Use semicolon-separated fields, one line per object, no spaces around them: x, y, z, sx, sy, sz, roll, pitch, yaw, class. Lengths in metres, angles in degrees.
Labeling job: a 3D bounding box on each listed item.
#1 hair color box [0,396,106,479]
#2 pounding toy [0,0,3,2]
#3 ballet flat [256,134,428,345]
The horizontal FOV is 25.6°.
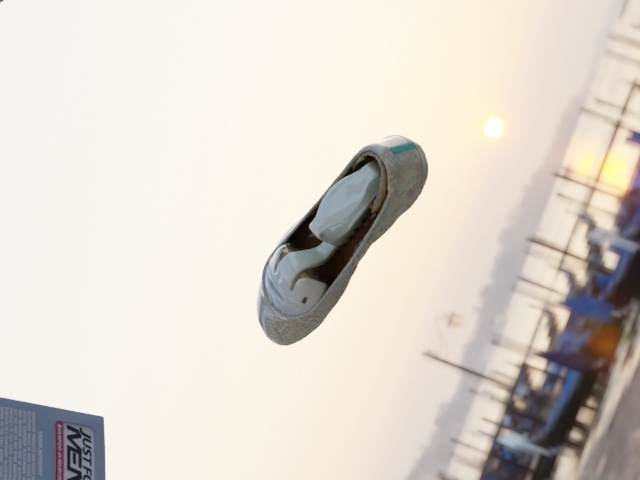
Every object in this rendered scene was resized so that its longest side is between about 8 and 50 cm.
-0.409;0.217;1.320;0.185;0.374;0.113;-39;46;41;hair color box
-0.343;-0.281;1.267;0.154;0.269;0.155;-71;-35;-64;pounding toy
0.000;0.000;0.851;0.052;0.057;0.168;-10;-39;-56;ballet flat
